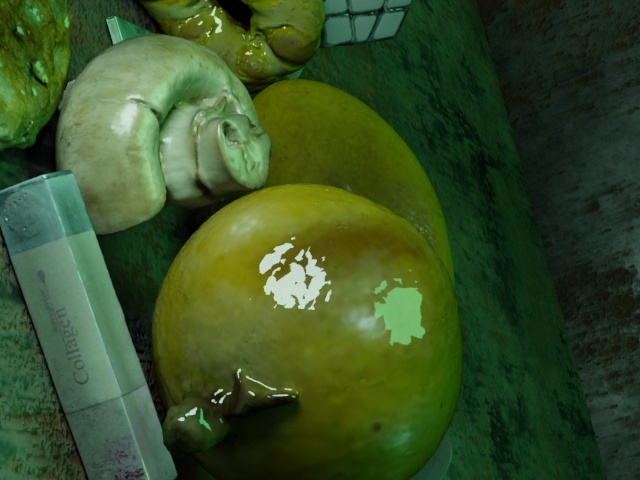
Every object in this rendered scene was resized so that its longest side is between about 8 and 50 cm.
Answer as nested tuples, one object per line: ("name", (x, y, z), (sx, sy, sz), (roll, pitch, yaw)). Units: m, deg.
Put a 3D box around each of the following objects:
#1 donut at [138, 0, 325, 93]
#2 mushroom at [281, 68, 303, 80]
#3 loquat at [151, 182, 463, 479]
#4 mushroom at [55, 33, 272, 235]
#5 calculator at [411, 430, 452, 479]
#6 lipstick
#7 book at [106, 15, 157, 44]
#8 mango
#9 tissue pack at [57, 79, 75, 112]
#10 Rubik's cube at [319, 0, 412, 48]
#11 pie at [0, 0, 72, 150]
("donut", (-0.106, -0.313, 1.982), (0.261, 0.208, 0.128), (50, 32, -26))
("mushroom", (-0.066, -0.257, 2.294), (0.083, 0.067, 0.083), (35, 10, -7))
("loquat", (-0.028, 0.120, 1.585), (0.359, 0.328, 0.328), (-34, 106, -47))
("mushroom", (-0.160, -0.120, 1.654), (0.254, 0.195, 0.189), (-36, 113, -49))
("calculator", (0.091, 0.279, 2.131), (0.294, 0.043, 0.194), (51, 60, -40))
("lipstick", (-0.224, 0.093, 1.530), (0.068, 0.066, 0.317), (-24, 96, -73))
("book", (-0.208, -0.209, 1.929), (0.135, 0.017, 0.103), (11, 60, -69))
("mango", (0.000, 0.000, 1.923), (0.220, 0.301, 0.445), (94, -17, -58))
("tissue pack", (-0.245, -0.117, 1.732), (0.056, 0.023, 0.108), (-80, 147, -52))
("Rubik's cube", (-0.004, -0.396, 2.171), (0.264, 0.319, 0.319), (-52, 125, -36))
("pie", (-0.333, -0.231, 1.529), (0.323, 0.070, 0.323), (53, 25, -39))
